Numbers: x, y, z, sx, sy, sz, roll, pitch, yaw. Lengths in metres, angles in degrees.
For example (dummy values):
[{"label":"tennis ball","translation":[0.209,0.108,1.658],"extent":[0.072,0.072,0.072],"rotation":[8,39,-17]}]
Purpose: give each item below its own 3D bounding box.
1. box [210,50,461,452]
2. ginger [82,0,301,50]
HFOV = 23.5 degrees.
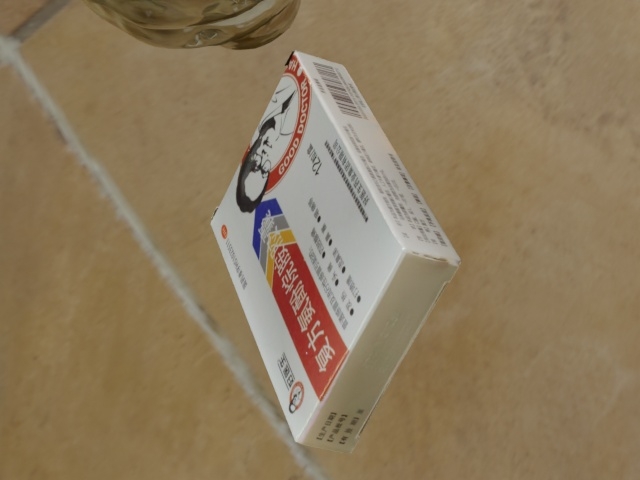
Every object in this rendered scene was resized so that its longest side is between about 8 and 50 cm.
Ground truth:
[{"label":"box","translation":[0.000,0.000,1.421],"extent":[0.069,0.353,0.214],"rotation":[15,118,-25]},{"label":"ginger","translation":[-0.078,-0.197,0.750],"extent":[0.176,0.375,0.256],"rotation":[-43,79,-2]}]
